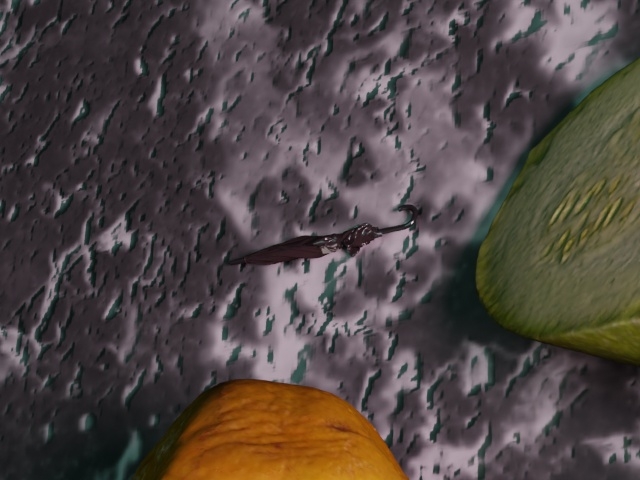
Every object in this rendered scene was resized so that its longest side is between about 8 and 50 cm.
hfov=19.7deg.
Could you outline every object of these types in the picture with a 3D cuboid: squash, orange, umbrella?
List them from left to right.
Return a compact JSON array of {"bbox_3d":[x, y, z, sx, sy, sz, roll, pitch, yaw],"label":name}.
[{"bbox_3d":[-0.030,0.194,0.835,0.183,0.249,0.249,32,86,-3],"label":"orange"},{"bbox_3d":[0.000,0.002,1.026,0.122,0.013,0.022,-17,48,26],"label":"umbrella"},{"bbox_3d":[0.165,-0.031,0.826,0.260,0.189,0.189,17,77,34],"label":"squash"}]
